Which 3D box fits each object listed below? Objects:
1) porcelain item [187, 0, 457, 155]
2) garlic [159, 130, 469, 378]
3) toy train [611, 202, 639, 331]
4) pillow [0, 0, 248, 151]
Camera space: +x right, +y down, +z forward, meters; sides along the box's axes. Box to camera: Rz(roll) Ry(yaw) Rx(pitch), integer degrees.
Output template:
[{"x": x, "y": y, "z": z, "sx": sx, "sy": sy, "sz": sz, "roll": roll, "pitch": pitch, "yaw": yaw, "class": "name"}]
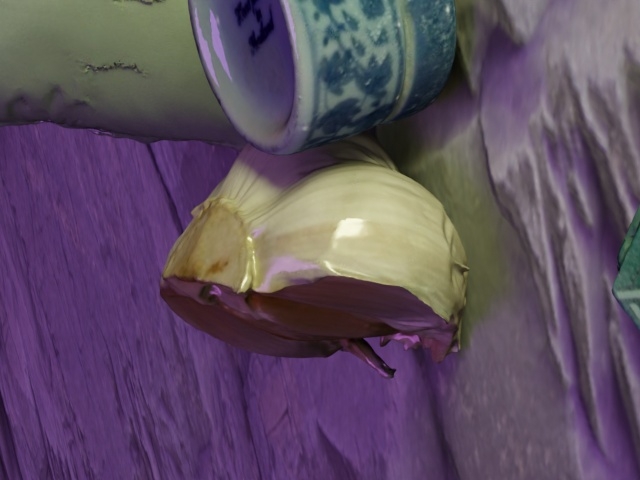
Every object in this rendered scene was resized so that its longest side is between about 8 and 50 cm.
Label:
[{"x": 0.002, "y": -0.131, "z": 0.864, "sx": 0.147, "sy": 0.114, "sz": 0.147, "roll": 46, "pitch": 146, "yaw": 43, "class": "porcelain item"}, {"x": 0.000, "y": 0.000, "z": 0.953, "sx": 0.229, "sy": 0.178, "sz": 0.143, "roll": -20, "pitch": 56, "yaw": 49, "class": "garlic"}, {"x": 0.205, "y": -0.016, "z": 0.513, "sx": 0.269, "sy": 0.115, "sz": 0.154, "roll": 101, "pitch": 152, "yaw": -49, "class": "toy train"}, {"x": -0.177, "y": -0.196, "z": 1.045, "sx": 0.119, "sy": 0.310, "sz": 0.312, "roll": -77, "pitch": -10, "yaw": -49, "class": "pillow"}]
